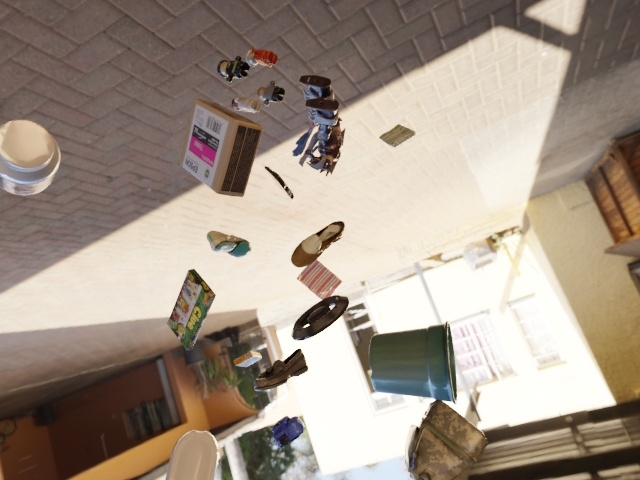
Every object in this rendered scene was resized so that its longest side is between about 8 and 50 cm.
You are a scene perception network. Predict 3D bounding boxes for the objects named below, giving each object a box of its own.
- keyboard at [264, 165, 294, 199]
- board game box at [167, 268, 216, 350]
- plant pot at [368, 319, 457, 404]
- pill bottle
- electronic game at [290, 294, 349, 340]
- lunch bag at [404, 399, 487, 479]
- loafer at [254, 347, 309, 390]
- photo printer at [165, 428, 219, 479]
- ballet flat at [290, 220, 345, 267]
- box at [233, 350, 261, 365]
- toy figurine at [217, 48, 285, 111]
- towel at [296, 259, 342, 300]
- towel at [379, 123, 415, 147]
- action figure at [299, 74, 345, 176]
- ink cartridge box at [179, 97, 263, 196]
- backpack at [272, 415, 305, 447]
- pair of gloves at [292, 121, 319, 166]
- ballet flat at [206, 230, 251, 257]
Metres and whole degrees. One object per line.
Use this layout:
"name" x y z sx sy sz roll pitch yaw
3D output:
"keyboard" -0.140 -0.207 1.614 0.023 0.108 0.180 -44 156 -2
"board game box" -0.438 0.235 1.472 0.030 0.136 0.260 -14 139 -53
"plant pot" 0.398 0.523 1.879 0.334 0.341 0.341 -6 173 20
"pill bottle" -0.854 -0.238 1.255 0.176 0.176 0.318 -11 -177 -35
"electronic game" -0.001 0.255 1.452 0.229 0.048 0.229 -33 -171 6
"lunch bag" 0.397 0.706 1.484 0.256 0.212 0.305 -50 161 -13
"loafer" -0.134 0.426 1.452 0.096 0.084 0.267 -12 174 28
"photo printer" -0.301 0.587 0.962 0.107 0.308 0.256 12 141 -12
"ballet flat" 0.000 0.000 2.026 0.342 0.116 0.124 -32 161 -35
"box" -0.301 0.498 1.830 0.081 0.028 0.136 -29 160 0
"toy figurine" -0.256 -0.590 1.621 0.148 0.210 0.213 20 -132 39
"towel" -0.004 0.197 2.182 0.144 0.197 0.029 -50 -167 -6
"towel" 0.318 -0.442 1.827 0.113 0.023 0.152 -32 -148 -1
"action figure" 0.011 -0.289 1.137 0.099 0.185 0.285 1 155 7
"ink cartridge box" -0.269 -0.247 1.152 0.088 0.234 0.193 2 114 -45
"backpack" -0.132 0.783 1.812 0.120 0.101 0.098 -33 179 8
"pair of gloves" -0.054 -0.379 1.715 0.023 0.198 0.159 23 113 -28
"ballet flat" -0.219 0.003 1.061 0.057 0.052 0.168 -43 163 5
